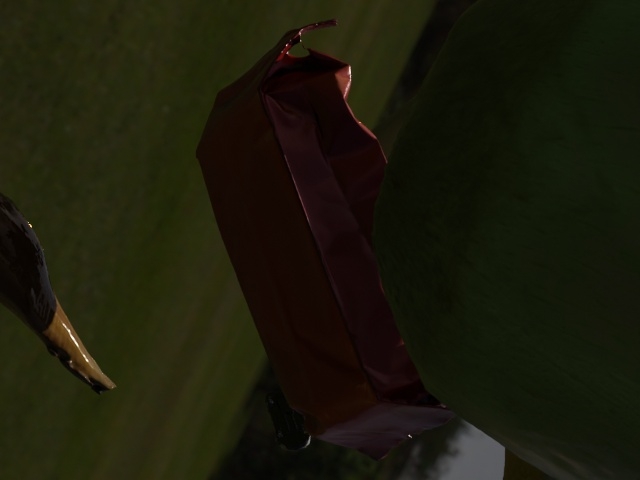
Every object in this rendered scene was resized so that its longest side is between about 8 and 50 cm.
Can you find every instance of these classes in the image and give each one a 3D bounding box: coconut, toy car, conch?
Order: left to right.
[{"bbox_3d":[-0.291,0.020,1.553,0.109,0.330,0.093,-11,-138,54],"label":"conch"},{"bbox_3d":[-0.039,0.214,1.971,0.093,0.041,0.025,-109,-164,-44],"label":"toy car"},{"bbox_3d":[0.196,0.007,0.882,0.328,0.328,0.281,-64,167,23],"label":"coconut"}]

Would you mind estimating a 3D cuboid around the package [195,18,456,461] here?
[{"bbox_3d":[0.001,0.001,1.601,0.123,0.423,0.196,-14,169,-29],"label":"package"}]

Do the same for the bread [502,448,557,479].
[{"bbox_3d":[0.205,0.290,1.463,0.142,0.178,0.266,6,95,-51],"label":"bread"}]

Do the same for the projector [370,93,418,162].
[{"bbox_3d":[0.179,-0.160,2.005,0.337,0.108,0.108,-38,-170,23],"label":"projector"}]
